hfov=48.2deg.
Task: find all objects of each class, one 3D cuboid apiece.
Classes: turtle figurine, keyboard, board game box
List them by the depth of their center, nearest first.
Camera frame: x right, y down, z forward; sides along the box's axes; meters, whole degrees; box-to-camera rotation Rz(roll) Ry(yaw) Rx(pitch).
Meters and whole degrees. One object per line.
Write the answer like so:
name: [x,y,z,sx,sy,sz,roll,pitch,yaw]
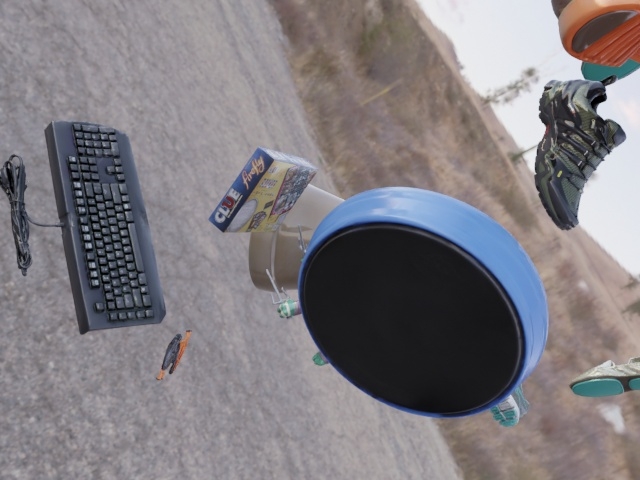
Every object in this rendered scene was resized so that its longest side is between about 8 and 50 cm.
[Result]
keyboard: [-0.333,-0.026,0.985,0.201,0.033,0.317,-5,68,-33]
turtle figurine: [-0.008,0.097,1.296,0.175,0.118,0.234,-46,128,-54]
board game box: [-0.103,-0.091,1.378,0.042,0.165,0.243,39,12,14]

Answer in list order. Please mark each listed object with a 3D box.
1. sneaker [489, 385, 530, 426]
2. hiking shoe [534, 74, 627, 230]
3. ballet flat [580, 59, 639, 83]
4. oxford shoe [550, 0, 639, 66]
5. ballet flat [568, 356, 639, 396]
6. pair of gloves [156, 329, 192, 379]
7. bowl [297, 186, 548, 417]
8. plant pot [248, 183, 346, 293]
sneaker: [0.322,0.250,1.292,0.076,0.065,0.167,-4,67,-43]
hiking shoe: [0.371,-0.128,1.018,0.086,0.114,0.227,13,77,-53]
ballet flat: [0.948,-0.639,2.062,0.164,0.182,0.483,35,-31,0]
oxford shoe: [0.436,-0.285,0.893,0.363,0.130,0.133,6,62,-31]
ballet flat: [0.485,0.215,1.144,0.052,0.168,0.057,-75,146,-44]
pair of gloves: [-0.219,0.170,1.071,0.010,0.074,0.083,23,1,7]
bowl: [0.141,0.109,1.086,0.391,0.391,0.077,59,40,-16]
plant pot: [0.000,0.000,1.876,0.323,0.280,0.323,11,90,-74]
